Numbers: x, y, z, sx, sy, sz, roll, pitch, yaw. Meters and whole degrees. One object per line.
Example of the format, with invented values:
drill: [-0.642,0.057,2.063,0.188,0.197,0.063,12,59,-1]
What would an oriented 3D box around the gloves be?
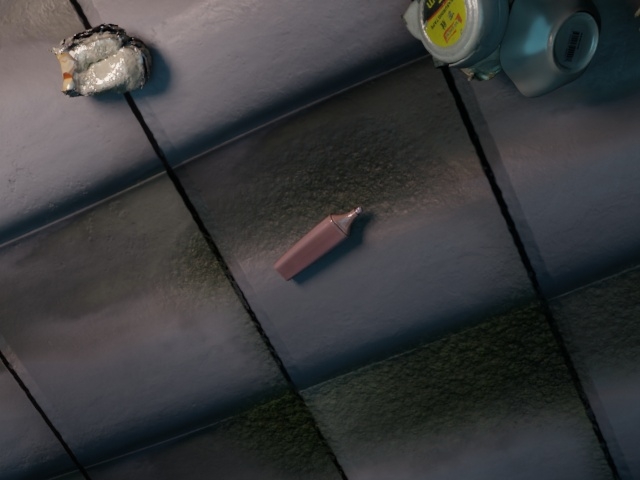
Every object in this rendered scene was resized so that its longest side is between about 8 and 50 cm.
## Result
gloves: [-0.351,-0.291,1.416,0.153,0.070,0.114,-8,108,8]

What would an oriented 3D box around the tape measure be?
tape measure: [0.231,-0.372,1.193,0.164,0.084,0.330,58,143,15]

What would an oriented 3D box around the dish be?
dish: [0.359,-0.298,1.303,0.191,0.066,0.190,-13,118,-26]

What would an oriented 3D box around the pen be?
pen: [0.000,0.000,1.543,0.197,0.032,0.053,-37,106,22]

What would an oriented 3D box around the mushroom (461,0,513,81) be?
mushroom: [0.252,-0.375,1.312,0.099,0.096,0.278,5,112,1]

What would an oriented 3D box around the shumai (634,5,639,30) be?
shumai: [0.521,-0.454,1.154,0.395,0.395,0.348,-37,130,19]
